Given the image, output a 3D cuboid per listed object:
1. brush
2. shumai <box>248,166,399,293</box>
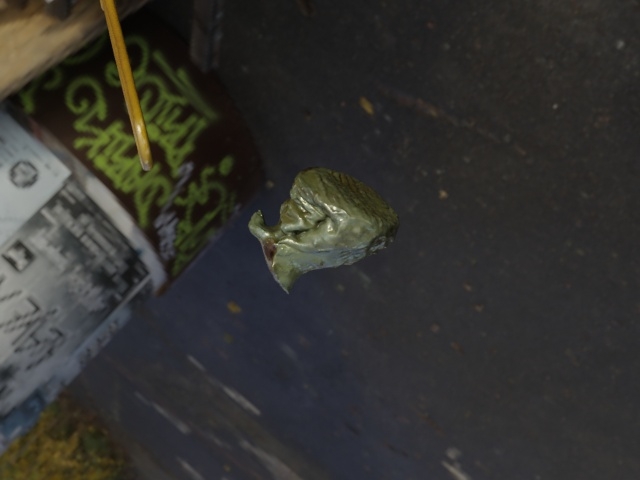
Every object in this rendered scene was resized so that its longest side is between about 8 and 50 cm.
[{"bbox_3d":[-0.142,-0.154,0.752,0.103,0.013,0.272,90,165,-54],"label":"brush"},{"bbox_3d":[0.000,0.000,0.686,0.082,0.080,0.083,19,-160,-30],"label":"shumai"}]
